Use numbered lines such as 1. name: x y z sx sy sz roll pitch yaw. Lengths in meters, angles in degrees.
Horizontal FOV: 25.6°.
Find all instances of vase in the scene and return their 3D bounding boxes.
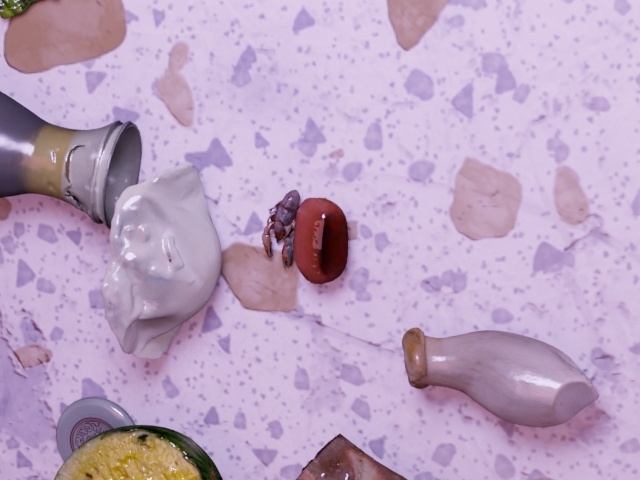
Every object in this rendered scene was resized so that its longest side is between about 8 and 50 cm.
1. vase: -0.366 -0.102 1.547 0.321 0.173 0.173 14 106 7

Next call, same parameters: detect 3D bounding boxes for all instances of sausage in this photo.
1. sausage: 0.000 0.000 1.509 0.054 0.059 0.094 18 112 50

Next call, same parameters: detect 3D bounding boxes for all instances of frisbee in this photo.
1. frisbee: -0.264 0.238 1.663 0.110 0.014 0.110 4 104 16

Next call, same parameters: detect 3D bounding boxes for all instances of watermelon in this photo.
1. watermelon: -0.201 0.307 1.599 0.204 0.127 0.232 46 109 2

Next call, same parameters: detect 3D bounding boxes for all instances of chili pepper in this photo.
1. chili pepper: -0.325 -0.273 1.562 0.091 0.034 0.030 -18 130 19

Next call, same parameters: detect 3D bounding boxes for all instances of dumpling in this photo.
1. dumpling: -0.183 0.028 1.522 0.124 0.151 0.228 16 109 32

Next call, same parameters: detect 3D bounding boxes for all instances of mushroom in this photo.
1. mushroom: 0.183 0.141 1.465 0.212 0.097 0.088 13 116 14

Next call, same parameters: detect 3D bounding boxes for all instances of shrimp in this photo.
1. shrimp: -0.044 -0.014 1.534 0.038 0.029 0.092 11 109 13

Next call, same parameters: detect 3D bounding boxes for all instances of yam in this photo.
1. yam: 0.074 0.316 1.519 0.238 0.129 0.128 36 111 7
